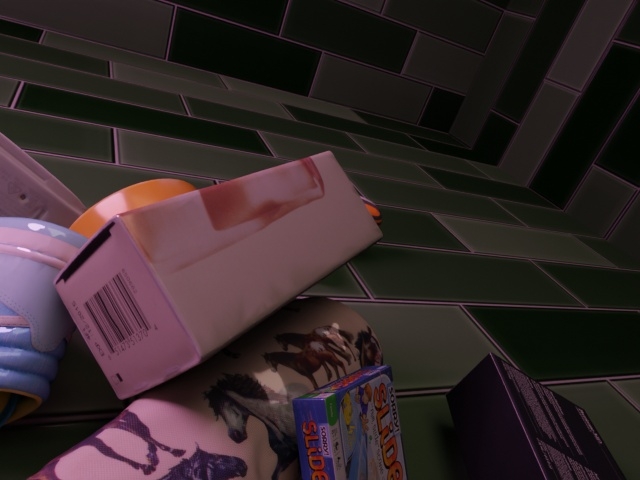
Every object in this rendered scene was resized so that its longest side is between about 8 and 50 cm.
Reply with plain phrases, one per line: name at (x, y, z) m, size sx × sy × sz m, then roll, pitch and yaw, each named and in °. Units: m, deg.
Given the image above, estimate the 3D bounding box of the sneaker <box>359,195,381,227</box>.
sneaker at (0.000, 0.000, 0.951) m, size 0.320 × 0.125 × 0.180 m, roll -4°, pitch 38°, yaw -22°

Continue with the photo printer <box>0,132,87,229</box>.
photo printer at (-0.482, -0.104, 0.609) m, size 0.307 × 0.107 × 0.256 m, roll 20°, pitch -22°, yaw 31°

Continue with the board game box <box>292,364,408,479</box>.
board game box at (0.038, 0.228, 0.434) m, size 0.035 × 0.202 × 0.136 m, roll -12°, pitch -7°, yaw 30°

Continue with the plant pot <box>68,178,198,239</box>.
plant pot at (-0.192, 0.060, 0.613) m, size 0.188 × 0.205 × 0.205 m, roll 50°, pitch 35°, yaw 18°

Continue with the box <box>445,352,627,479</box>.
box at (0.270, 0.286, 0.559) m, size 0.184 × 0.103 × 0.261 m, roll 30°, pitch 24°, yaw -13°

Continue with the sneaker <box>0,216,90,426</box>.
sneaker at (-0.380, 0.087, 0.489) m, size 0.318 × 0.208 × 0.127 m, roll -2°, pitch -26°, yaw 27°

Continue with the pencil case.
pencil case at (-0.072, 0.192, 0.466) m, size 0.183 × 0.160 × 0.410 m, roll 40°, pitch 31°, yaw 13°

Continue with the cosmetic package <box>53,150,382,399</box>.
cosmetic package at (-0.083, 0.017, 0.496) m, size 0.296 × 0.153 × 0.129 m, roll -28°, pitch 87°, yaw -53°
